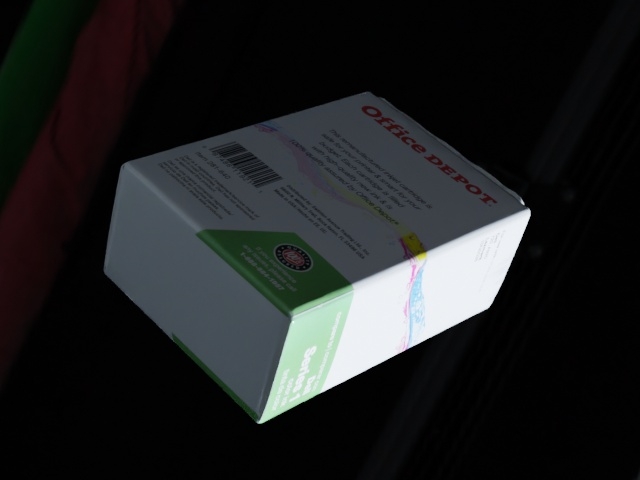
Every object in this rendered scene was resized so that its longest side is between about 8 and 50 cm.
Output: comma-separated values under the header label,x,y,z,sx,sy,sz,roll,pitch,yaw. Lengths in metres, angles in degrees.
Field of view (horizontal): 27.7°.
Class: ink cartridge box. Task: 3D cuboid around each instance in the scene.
label,x,y,z,sx,sy,sz,roll,pitch,yaw
ink cartridge box,0.000,0.000,1.052,0.201,0.278,0.117,40,-48,29
